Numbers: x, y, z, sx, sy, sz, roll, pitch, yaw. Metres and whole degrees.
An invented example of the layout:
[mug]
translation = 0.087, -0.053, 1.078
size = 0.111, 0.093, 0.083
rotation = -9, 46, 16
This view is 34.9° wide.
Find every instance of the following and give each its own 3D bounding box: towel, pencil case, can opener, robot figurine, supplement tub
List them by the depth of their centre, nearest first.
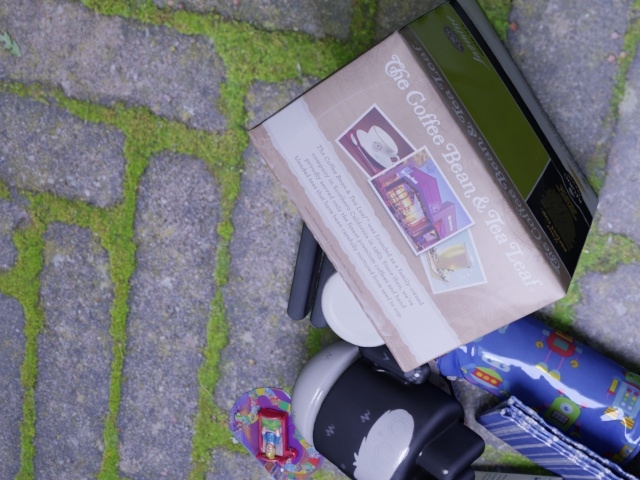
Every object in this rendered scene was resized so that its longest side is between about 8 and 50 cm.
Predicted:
[towel]
translation = 0.367, 0.311, 1.345
size = 0.336, 0.243, 0.040
rotation = 32, 78, 7
[supplement tub]
translation = 0.083, 0.053, 1.354
size = 0.117, 0.190, 0.117
rotation = 7, 111, 19
[pencil case]
translation = 0.296, 0.185, 1.361
size = 0.306, 0.119, 0.133
rotation = 27, 119, 10
[robot figurine]
translation = 0.089, 0.254, 1.419
size = 0.278, 0.173, 0.209
rotation = 30, 87, 30
[can opener]
translation = 0.000, 0.000, 1.420
size = 0.076, 0.095, 0.283
rotation = 18, 115, 15

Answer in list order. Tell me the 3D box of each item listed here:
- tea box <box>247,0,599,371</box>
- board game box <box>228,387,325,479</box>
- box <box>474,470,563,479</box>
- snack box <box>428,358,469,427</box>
[tea box]
translation = 0.139, -0.083, 1.206
size = 0.220, 0.323, 0.329
rotation = -30, 96, 28
[board game box]
translation = -0.072, 0.313, 1.601
size = 0.168, 0.033, 0.133
rotation = 48, 119, -2
[box]
translation = 0.237, 0.452, 1.458
size = 0.243, 0.117, 0.213
rotation = -4, 109, 37
[snack box]
translation = 0.164, 0.209, 1.477
size = 0.064, 0.022, 0.178
rotation = -11, 106, 26
